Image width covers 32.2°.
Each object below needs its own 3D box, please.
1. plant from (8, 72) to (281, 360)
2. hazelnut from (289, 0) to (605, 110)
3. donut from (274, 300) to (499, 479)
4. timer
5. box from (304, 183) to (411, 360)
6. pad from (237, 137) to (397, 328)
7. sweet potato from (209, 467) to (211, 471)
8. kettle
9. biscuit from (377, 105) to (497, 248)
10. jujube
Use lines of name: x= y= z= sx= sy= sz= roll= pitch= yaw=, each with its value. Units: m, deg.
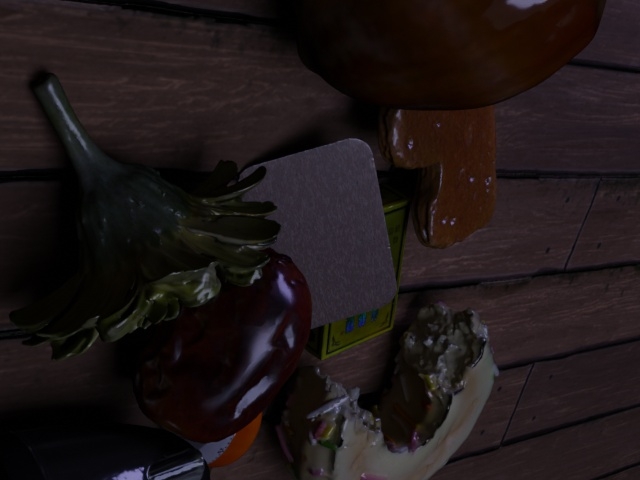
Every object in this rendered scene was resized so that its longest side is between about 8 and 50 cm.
plant: x=-0.218 y=0.000 z=1.169 sx=0.261 sy=0.297 sz=0.305 roll=-52 pitch=-168 yaw=32
hazelnut: x=0.143 y=-0.299 z=1.205 sx=0.366 sy=0.366 sz=0.365 roll=-26 pitch=133 yaw=-32
donut: x=0.097 y=0.261 z=1.664 sx=0.371 sy=0.150 sz=0.307 roll=-25 pitch=132 yaw=-33
timer: x=-0.129 y=0.238 z=1.461 sx=0.136 sy=0.099 sz=0.136 roll=-34 pitch=150 yaw=-23
box: x=0.044 y=0.044 z=1.526 sx=0.141 sy=0.064 sz=0.219 roll=-21 pitch=128 yaw=-36
pad: x=0.000 y=0.000 z=1.417 sx=0.176 sy=0.002 sz=0.266 roll=-17 pitch=124 yaw=-6
sweet potato: x=-0.241 y=0.379 z=1.467 sx=0.250 sy=0.059 sz=0.069 roll=-28 pitch=159 yaw=-13
kettle: x=-0.254 y=0.317 z=1.282 sx=0.271 sy=0.207 sz=0.250 roll=-10 pitch=126 yaw=-36
biscuit: x=0.156 y=-0.112 z=1.491 sx=0.262 sy=0.052 sz=0.277 roll=-36 pitch=128 yaw=-44
jujube: x=-0.113 y=0.116 z=1.321 sx=0.183 sy=0.183 sz=0.243 roll=25 pitch=94 yaw=-51
